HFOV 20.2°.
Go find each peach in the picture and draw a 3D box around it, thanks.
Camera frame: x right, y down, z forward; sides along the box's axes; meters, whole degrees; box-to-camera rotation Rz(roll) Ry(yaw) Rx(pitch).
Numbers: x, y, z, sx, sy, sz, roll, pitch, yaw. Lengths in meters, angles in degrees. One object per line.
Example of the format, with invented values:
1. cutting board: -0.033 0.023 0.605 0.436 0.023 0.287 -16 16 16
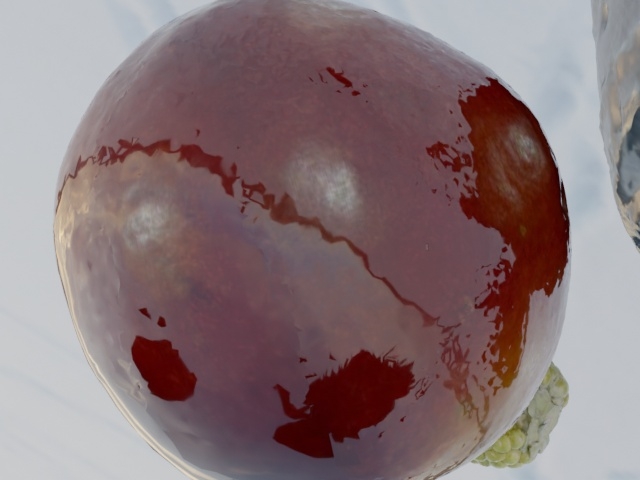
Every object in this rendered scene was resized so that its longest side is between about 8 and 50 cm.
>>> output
1. peach: 0.000 0.000 0.805 0.243 0.243 0.199 35 -179 -15

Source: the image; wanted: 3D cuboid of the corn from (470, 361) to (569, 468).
1. corn: 0.022 0.058 1.034 0.248 0.081 0.081 22 164 25

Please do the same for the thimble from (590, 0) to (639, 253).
1. thimble: 0.238 -0.078 0.862 0.205 0.172 0.236 11 143 -10
